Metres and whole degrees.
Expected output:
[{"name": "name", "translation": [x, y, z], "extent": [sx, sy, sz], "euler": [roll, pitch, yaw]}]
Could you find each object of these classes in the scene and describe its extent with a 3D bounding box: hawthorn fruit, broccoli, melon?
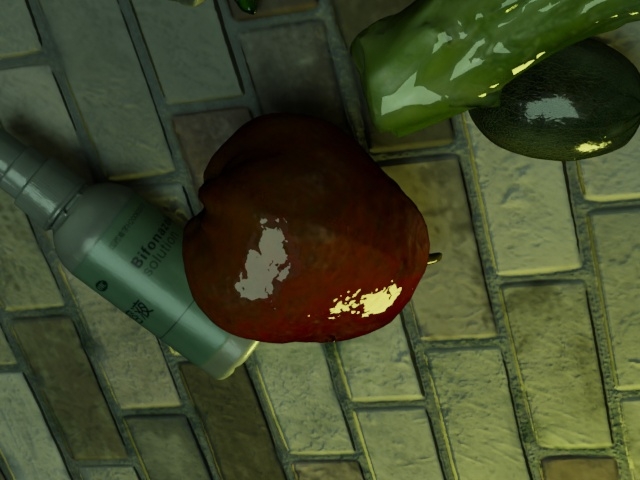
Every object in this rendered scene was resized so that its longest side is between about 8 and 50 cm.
[{"name": "hawthorn fruit", "translation": [0.000, 0.000, 1.211], "extent": [0.261, 0.224, 0.224], "euler": [17, 128, -14]}, {"name": "broccoli", "translation": [0.239, -0.192, 0.950], "extent": [0.353, 0.275, 0.397], "euler": [38, 107, 25]}, {"name": "melon", "translation": [0.201, -0.127, 1.114], "extent": [0.167, 0.114, 0.114], "euler": [10, 125, 11]}]

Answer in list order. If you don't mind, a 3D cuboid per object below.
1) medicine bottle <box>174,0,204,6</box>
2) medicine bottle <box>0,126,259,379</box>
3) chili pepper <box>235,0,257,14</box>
[{"name": "medicine bottle", "translation": [-0.163, -0.330, 0.995], "extent": [0.375, 0.123, 0.282], "euler": [20, 137, 44]}, {"name": "medicine bottle", "translation": [-0.212, 0.005, 1.332], "extent": [0.352, 0.110, 0.110], "euler": [38, 125, -9]}, {"name": "chili pepper", "translation": [-0.106, -0.256, 1.177], "extent": [0.118, 0.035, 0.055], "euler": [22, 139, -10]}]
